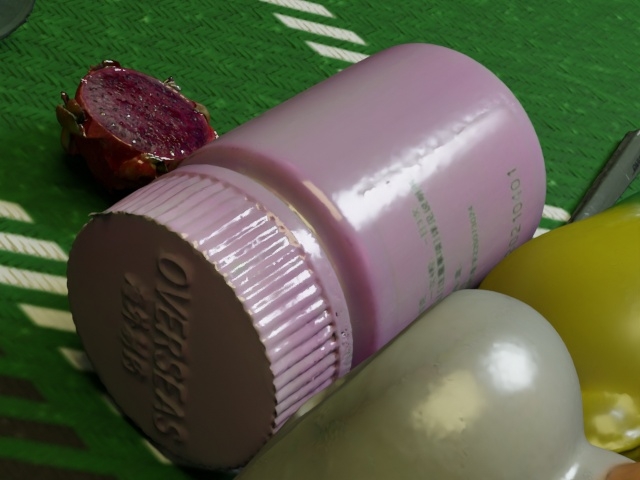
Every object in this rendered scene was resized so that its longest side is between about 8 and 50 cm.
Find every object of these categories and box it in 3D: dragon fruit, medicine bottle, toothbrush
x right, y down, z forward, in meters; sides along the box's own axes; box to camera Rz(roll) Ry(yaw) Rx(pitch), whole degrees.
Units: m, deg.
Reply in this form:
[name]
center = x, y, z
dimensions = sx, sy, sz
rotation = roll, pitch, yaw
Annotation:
[dragon fruit]
center = -0.133, -0.070, 0.911
dimensions = 0.112, 0.068, 0.126
rotation = 37, 31, -1
[medicine bottle]
center = 0.000, 0.000, 0.812
dimensions = 0.178, 0.178, 0.290
rotation = 39, 46, 17
[toothbrush]
center = 0.220, -0.022, 1.035
dimensions = 0.030, 0.030, 0.297
rotation = 52, 43, -7

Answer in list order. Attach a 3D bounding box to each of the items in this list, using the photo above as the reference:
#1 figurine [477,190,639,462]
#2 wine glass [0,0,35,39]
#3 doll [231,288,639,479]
[figurine]
center = 0.247, 0.057, 0.806
dimensions = 0.340, 0.232, 0.323
rotation = -15, 19, -22
[wine glass]
center = -0.245, -0.302, 1.065
dimensions = 0.264, 0.096, 0.310
rotation = -9, 51, -27
[doll]
center = 0.072, 0.148, 0.618
dimensions = 0.221, 0.251, 0.221
rotation = 26, 43, -27
